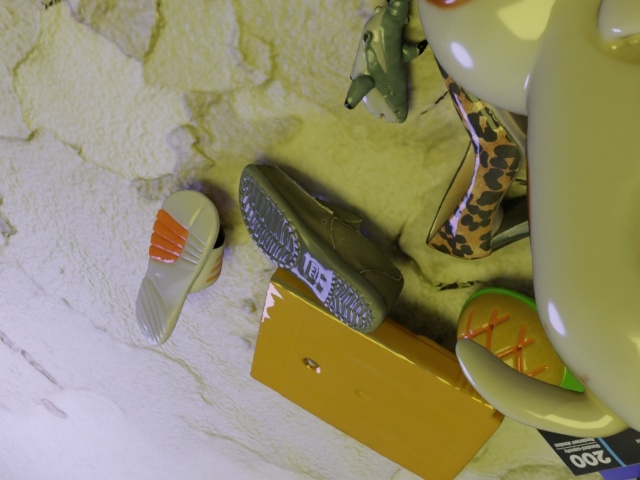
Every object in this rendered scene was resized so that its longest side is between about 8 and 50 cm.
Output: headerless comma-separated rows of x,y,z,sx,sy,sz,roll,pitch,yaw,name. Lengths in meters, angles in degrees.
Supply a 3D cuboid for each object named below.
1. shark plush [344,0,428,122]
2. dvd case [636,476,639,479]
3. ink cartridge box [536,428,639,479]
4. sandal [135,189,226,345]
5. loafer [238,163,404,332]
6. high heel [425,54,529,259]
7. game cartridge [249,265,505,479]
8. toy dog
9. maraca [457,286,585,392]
0.073,-0.194,0.883,0.067,0.073,0.161,14,115,-2,shark plush
0.441,0.321,1.072,0.119,0.013,0.087,4,137,29,dvd case
0.350,0.208,1.025,0.208,0.045,0.206,48,138,-13,ink cartridge box
-0.183,0.032,1.217,0.102,0.076,0.265,48,131,24,sandal
0.000,0.000,1.059,0.251,0.087,0.094,47,142,15,loafer
0.126,-0.085,0.881,0.186,0.093,0.261,-21,122,37,high heel
0.065,0.183,1.170,0.323,0.053,0.285,29,147,8,game cartridge
0.231,-0.097,0.650,0.395,0.284,0.408,-38,70,32,toy dog
0.227,0.128,0.984,0.185,0.099,0.127,38,131,28,maraca
